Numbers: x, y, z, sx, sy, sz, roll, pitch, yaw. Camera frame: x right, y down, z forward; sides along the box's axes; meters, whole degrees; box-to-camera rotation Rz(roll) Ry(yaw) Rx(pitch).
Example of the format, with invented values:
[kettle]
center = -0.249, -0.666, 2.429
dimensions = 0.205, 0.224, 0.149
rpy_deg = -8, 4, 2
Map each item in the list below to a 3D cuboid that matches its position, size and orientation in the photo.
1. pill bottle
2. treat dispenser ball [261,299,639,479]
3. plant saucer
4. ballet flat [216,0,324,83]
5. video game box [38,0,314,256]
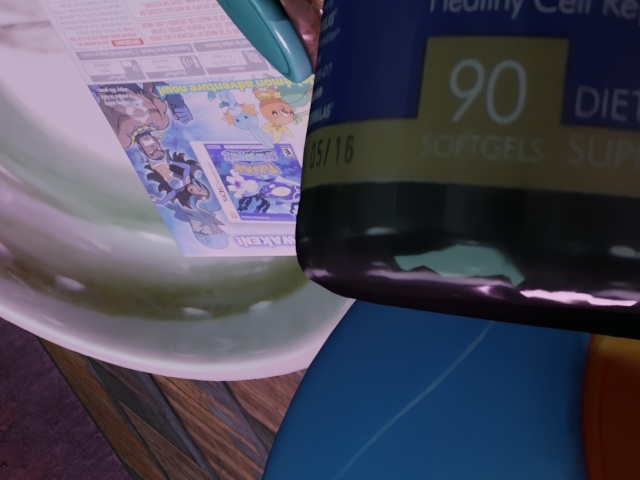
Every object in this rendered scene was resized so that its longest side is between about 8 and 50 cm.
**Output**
[pill bottle]
center = 0.067, -0.092, 0.364
dimensions = 0.123, 0.123, 0.219
rpy_deg = 173, 104, -73
[treat dispenser ball]
center = 0.121, 0.106, 0.516
dimensions = 0.288, 0.288, 0.288
rpy_deg = 47, 164, 18
[plant saucer]
center = -0.118, -0.098, 0.948
dimensions = 0.400, 0.100, 0.400
rpy_deg = 18, 139, 17
[ballet flat]
center = -0.063, -0.198, 0.682
dimensions = 0.342, 0.124, 0.116
rpy_deg = 45, 170, 28
[video game box]
center = -0.009, -0.074, 0.787
dimensions = 0.205, 0.048, 0.187
rpy_deg = -1, 130, 34
